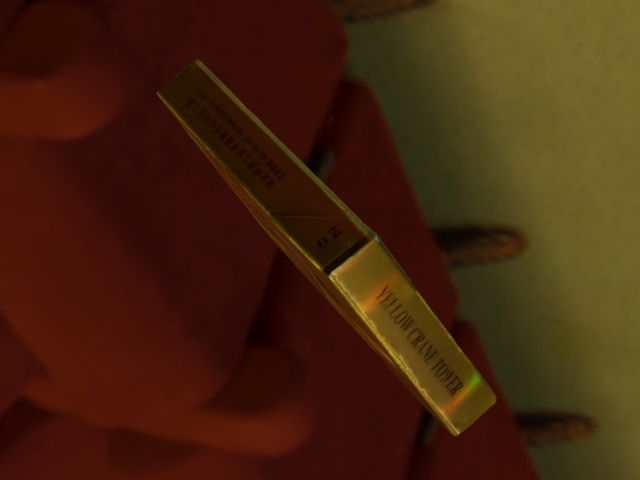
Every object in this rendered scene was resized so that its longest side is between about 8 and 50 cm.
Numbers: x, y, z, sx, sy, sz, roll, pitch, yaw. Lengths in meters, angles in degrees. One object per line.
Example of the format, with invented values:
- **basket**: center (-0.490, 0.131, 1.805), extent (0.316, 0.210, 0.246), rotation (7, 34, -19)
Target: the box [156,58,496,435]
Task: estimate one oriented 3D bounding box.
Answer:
- **box**: center (0.000, 0.000, 0.847), extent (0.030, 0.193, 0.121), rotation (-40, 128, -2)
